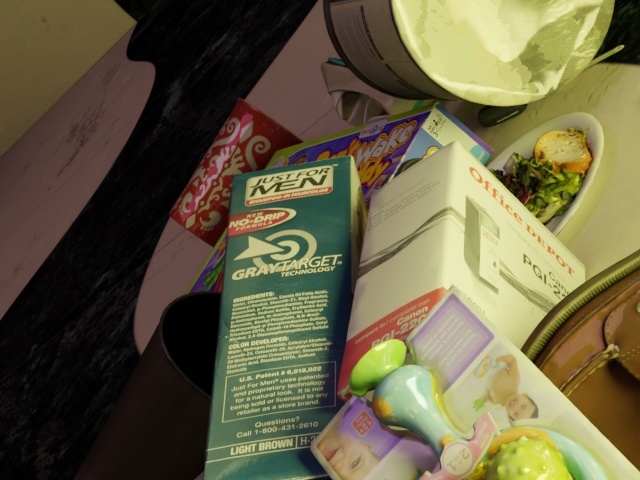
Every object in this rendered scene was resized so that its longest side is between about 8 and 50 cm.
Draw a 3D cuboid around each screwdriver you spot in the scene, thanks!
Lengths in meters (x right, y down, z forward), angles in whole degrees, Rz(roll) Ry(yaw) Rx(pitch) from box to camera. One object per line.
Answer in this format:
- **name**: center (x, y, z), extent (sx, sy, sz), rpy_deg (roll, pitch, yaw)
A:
- **screwdriver**: center (0.214, -0.142, 1.337), extent (0.170, 0.025, 0.024), rpy_deg (-21, 34, 40)

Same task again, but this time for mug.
- **mug**: center (-0.099, -0.072, 1.759), extent (0.169, 0.113, 0.150), rpy_deg (-55, 18, 1)

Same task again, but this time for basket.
- **basket**: center (-0.114, 0.177, 1.275), extent (0.227, 0.204, 0.154), rpy_deg (-51, 49, 27)

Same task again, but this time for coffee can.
- **coffee can**: center (0.128, -0.228, 1.349), extent (0.201, 0.201, 0.275), rpy_deg (-52, 14, -2)

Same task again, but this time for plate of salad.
- **plate of salad**: center (0.157, -0.035, 1.221), extent (0.200, 0.048, 0.200), rpy_deg (-43, 22, 22)

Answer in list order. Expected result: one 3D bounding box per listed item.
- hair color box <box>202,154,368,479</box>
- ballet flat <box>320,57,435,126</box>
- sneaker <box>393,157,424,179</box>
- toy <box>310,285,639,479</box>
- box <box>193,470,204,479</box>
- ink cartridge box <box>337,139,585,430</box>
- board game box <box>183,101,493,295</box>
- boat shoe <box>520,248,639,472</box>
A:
- **hair color box**: center (-0.005, 0.107, 1.071), extent (0.105, 0.174, 0.347), rpy_deg (-10, 37, 8)
- **ballet flat**: center (0.056, -0.163, 1.634), extent (0.086, 0.086, 0.248), rpy_deg (-54, 21, -7)
- **sneaker**: center (0.096, 0.011, 1.189), extent (0.089, 0.051, 0.170), rpy_deg (163, 111, -66)
- **toy**: center (0.091, 0.142, 0.793), extent (0.137, 0.056, 0.237), rpy_deg (-49, 51, 9)
- **box**: center (-0.148, 0.318, 1.203), extent (0.275, 0.094, 0.113), rpy_deg (-42, 22, 23)
- **ink cartridge box**: center (0.106, 0.058, 1.002), extent (0.092, 0.158, 0.218), rpy_deg (-35, 26, 29)
- **board game box**: center (0.000, 0.000, 1.458), extent (0.233, 0.078, 0.347), rpy_deg (-59, 21, -19)
- **boat shoe**: center (0.215, 0.059, 0.834), extent (0.307, 0.111, 0.104), rpy_deg (-48, 19, 9)
